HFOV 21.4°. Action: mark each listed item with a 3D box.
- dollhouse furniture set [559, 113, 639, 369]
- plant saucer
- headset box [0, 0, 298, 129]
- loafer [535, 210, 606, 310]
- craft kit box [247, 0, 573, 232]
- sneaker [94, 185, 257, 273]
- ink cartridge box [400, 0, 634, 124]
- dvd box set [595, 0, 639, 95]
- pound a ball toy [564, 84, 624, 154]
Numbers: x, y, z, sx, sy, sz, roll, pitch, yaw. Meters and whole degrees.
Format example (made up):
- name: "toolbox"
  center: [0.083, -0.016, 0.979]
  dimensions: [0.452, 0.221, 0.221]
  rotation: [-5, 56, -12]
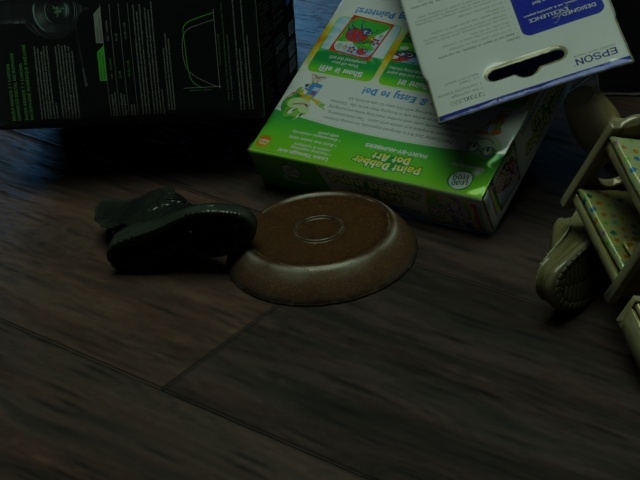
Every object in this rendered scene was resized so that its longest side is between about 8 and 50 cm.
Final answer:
- name: "dollhouse furniture set"
  center: [0.304, 0.004, 1.311]
  dimensions: [0.161, 0.101, 0.182]
  rotation: [3, 46, -25]
- name: "plant saucer"
  center: [0.000, 0.000, 1.472]
  dimensions: [0.168, 0.029, 0.168]
  rotation: [-4, 31, 3]
- name: "headset box"
  center: [-0.179, -0.200, 1.690]
  dimensions: [0.283, 0.131, 0.246]
  rotation: [-2, 15, 9]
- name: "loafer"
  center: [0.208, 0.013, 1.387]
  dimensions: [0.050, 0.056, 0.148]
  rotation: [10, 26, 30]
- name: "craft kit box"
  center: [0.097, -0.137, 1.575]
  dimensions: [0.250, 0.061, 0.247]
  rotation: [14, 56, 30]
- name: "sneaker"
  center: [-0.129, -0.019, 1.491]
  dimensions: [0.170, 0.051, 0.089]
  rotation: [-14, 31, 21]
- name: "ink cartridge box"
  center: [0.159, -0.243, 1.559]
  dimensions: [0.175, 0.069, 0.371]
  rotation: [-18, 46, 6]
- name: "dvd box set"
  center: [0.329, -0.381, 1.776]
  dimensions: [0.062, 0.308, 0.420]
  rotation: [0, 32, 16]
- name: "pound a ball toy"
  center: [0.408, -0.112, 1.512]
  dimensions: [0.319, 0.136, 0.208]
  rotation: [22, 66, 39]
